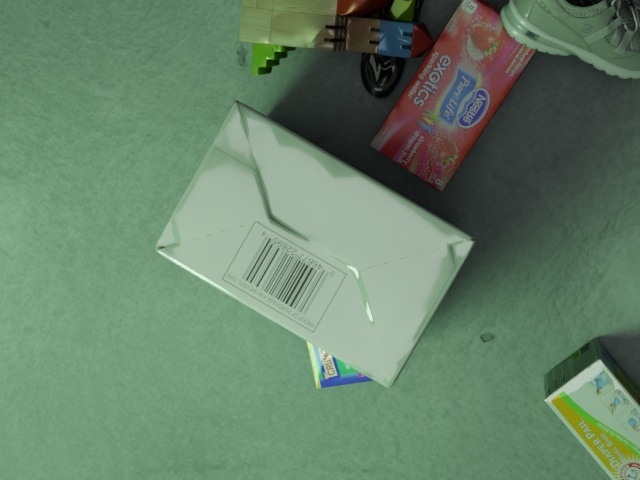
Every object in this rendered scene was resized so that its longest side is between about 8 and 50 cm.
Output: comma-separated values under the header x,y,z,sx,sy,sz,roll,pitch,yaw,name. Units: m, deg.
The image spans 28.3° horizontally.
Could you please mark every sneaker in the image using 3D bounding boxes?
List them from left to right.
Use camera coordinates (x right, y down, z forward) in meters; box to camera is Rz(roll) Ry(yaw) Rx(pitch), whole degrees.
x,y,z,sx,sy,sz,roll,pitch,yaw,name
0.102,-0.298,1.831,0.067,0.078,0.188,21,105,5,sneaker
0.389,-0.298,1.712,0.281,0.105,0.115,5,141,-25,sneaker

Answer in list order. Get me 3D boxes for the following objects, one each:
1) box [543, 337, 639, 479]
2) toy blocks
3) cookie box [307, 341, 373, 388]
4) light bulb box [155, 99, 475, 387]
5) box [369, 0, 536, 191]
x,y,z,sx,sy,sz,roll,pitch,yaw,name
0.434,0.264,1.875,0.103,0.114,0.203,-40,94,15,box
0.035,-0.405,1.733,0.260,0.190,0.382,9,103,21,toy blocks
0.038,0.174,1.959,0.107,0.040,0.092,-10,99,12,cookie box
0.000,0.000,1.748,0.357,0.361,0.225,31,92,2,light bulb box
0.194,-0.214,1.810,0.128,0.122,0.257,33,105,1,box
